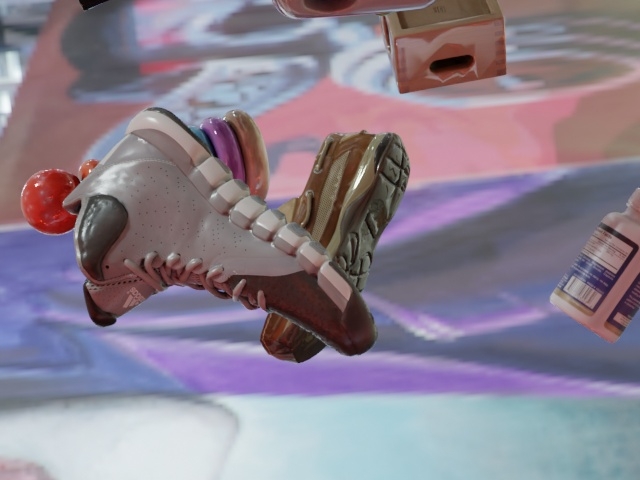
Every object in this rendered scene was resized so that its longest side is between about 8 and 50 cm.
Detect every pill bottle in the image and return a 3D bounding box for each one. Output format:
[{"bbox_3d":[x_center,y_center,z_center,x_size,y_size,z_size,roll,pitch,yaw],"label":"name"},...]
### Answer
[{"bbox_3d":[0.352,0.027,1.791,0.169,0.094,0.094,-56,5,4],"label":"pill bottle"}]

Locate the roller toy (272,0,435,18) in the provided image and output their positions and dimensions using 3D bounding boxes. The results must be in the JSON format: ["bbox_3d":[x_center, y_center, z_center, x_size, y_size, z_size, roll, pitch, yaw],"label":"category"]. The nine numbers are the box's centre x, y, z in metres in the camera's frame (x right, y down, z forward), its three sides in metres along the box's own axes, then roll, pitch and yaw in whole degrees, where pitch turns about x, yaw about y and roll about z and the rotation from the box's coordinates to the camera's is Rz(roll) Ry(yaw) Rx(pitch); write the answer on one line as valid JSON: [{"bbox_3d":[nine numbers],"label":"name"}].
[{"bbox_3d":[0.015,-0.268,1.156,0.191,0.146,0.209,-94,-1,-78],"label":"roller toy"}]

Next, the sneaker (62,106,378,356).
[{"bbox_3d":[-0.078,0.027,0.984,0.228,0.132,0.086,41,166,24],"label":"sneaker"}]

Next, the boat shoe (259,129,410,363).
[{"bbox_3d":[0.000,0.000,1.880,0.324,0.120,0.122,-62,-27,-27],"label":"boat shoe"}]

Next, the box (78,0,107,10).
[{"bbox_3d":[-0.330,-0.465,2.022,0.184,0.103,0.261,67,179,-57],"label":"box"}]

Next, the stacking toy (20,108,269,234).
[{"bbox_3d":[-0.242,-0.083,2.073,0.141,0.330,0.141,168,90,-70],"label":"stacking toy"}]

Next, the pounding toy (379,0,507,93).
[{"bbox_3d":[0.107,-0.265,1.806,0.206,0.181,0.094,-102,2,-48],"label":"pounding toy"}]
